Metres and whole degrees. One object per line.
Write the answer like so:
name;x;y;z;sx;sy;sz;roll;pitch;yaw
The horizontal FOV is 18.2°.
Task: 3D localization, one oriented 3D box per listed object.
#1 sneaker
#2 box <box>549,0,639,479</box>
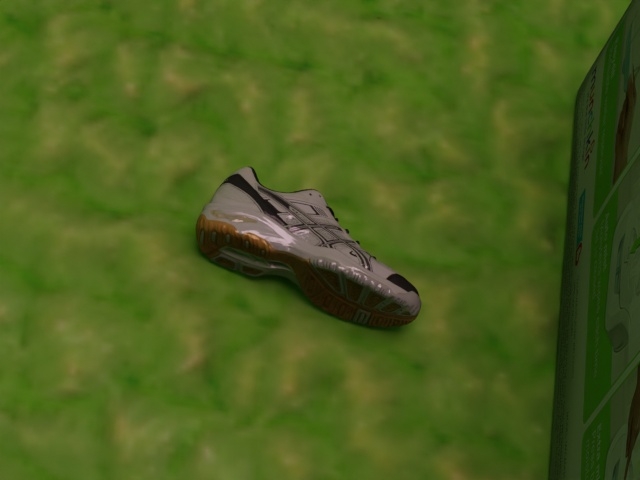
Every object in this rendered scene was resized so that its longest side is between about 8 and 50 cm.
sneaker;0.000;0.000;0.694;0.083;0.032;0.037;26;56;-1
box;0.164;0.004;0.623;0.127;0.231;0.262;14;56;-8
